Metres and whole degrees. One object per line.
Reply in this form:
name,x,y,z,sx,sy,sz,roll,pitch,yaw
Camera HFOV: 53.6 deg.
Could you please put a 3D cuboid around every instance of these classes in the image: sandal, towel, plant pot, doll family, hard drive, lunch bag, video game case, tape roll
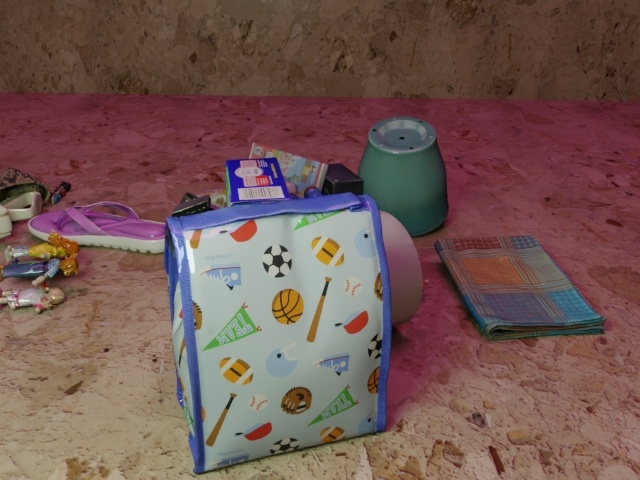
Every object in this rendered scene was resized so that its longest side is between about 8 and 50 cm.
sandal,-0.571,-0.055,1.684,0.417,0.102,0.169,7,25,7
towel,0.437,0.091,1.446,0.272,0.040,0.370,-2,31,-8
plant pot,0.226,-0.190,1.751,0.272,0.255,0.271,-3,42,2
doll family,-0.626,0.054,1.427,0.163,0.118,0.263,-4,25,-11
hard drive,-0.321,-0.083,1.581,0.094,0.022,0.135,-20,14,-5
lunch bag,-0.069,0.119,0.996,0.328,0.385,0.239,-9,27,-19
video game case,-0.116,-0.151,1.805,0.285,0.204,0.025,22,10,37
tape roll,0.065,0.071,1.274,0.169,0.246,0.246,-12,28,-28

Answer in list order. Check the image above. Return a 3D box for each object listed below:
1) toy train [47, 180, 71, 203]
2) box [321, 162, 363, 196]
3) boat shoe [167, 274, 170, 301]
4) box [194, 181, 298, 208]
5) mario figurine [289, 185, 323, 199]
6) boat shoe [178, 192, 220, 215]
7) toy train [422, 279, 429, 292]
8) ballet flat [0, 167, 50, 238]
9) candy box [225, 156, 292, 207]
toy train,-0.812,-0.149,1.974,0.036,0.027,0.158,10,23,-7
box,0.045,-0.118,1.785,0.093,0.158,0.156,-8,27,-20
boat shoe,-0.286,0.033,1.444,0.136,0.156,0.367,-6,25,-15
box,-0.216,-0.115,1.785,0.324,0.063,0.067,-2,24,31
mario figurine,0.000,0.000,1.576,0.170,0.198,0.320,38,12,-36
boat shoe,-0.241,-0.047,1.650,0.335,0.095,0.112,16,4,24
toy train,0.174,0.088,1.482,0.125,0.046,0.166,-4,28,-14
ballet flat,-0.867,-0.081,1.686,0.182,0.164,0.483,12,22,0
candy box,-0.126,0.021,1.286,0.122,0.317,0.268,-4,24,-8
